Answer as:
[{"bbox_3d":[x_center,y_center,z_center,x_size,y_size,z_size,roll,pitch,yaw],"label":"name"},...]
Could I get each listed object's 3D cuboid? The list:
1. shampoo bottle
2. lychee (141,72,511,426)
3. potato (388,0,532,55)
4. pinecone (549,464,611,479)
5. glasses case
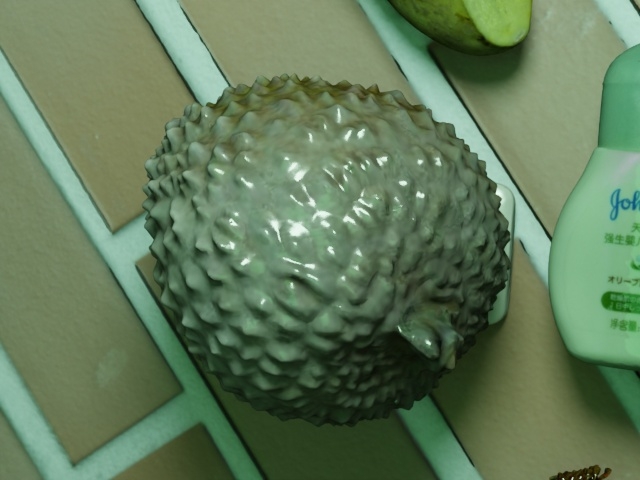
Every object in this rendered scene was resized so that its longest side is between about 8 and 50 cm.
[{"bbox_3d":[0.361,-0.040,1.511,0.222,0.151,0.349,7,95,18],"label":"shampoo bottle"},{"bbox_3d":[0.000,0.000,1.503,0.432,0.380,0.380,44,106,37],"label":"lychee"},{"bbox_3d":[0.122,-0.328,1.560,0.141,0.176,0.298,-41,86,-26],"label":"potato"},{"bbox_3d":[0.300,0.302,1.586,0.109,0.102,0.102,40,105,-18],"label":"pinecone"},{"bbox_3d":[0.187,0.015,1.622,0.063,0.041,0.164,4,94,15],"label":"glasses case"}]
